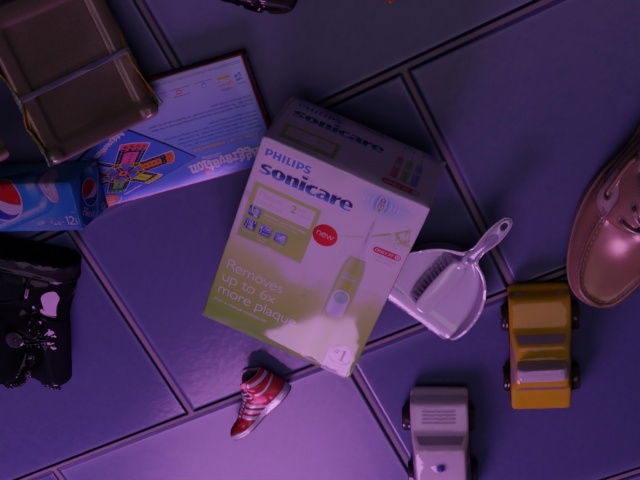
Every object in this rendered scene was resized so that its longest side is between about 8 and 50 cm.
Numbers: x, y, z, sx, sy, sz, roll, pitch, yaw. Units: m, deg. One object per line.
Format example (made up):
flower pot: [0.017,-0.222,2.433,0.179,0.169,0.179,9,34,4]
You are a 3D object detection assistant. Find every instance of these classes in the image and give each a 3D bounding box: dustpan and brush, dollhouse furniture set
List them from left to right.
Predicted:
dollhouse furniture set: [-0.377,-0.178,1.292,0.301,0.151,0.198,-29,104,-21]
dustpan and brush: [0.172,0.035,1.364,0.147,0.060,0.211,35,115,-10]

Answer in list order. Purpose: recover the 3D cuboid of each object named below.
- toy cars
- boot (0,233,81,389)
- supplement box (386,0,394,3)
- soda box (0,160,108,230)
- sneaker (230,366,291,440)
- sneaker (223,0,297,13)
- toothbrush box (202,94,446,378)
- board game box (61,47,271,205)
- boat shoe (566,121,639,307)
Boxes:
toy cars: [0.226,0.225,1.435,0.176,0.087,0.394,35,115,-9]
boot: [-0.451,0.095,1.458,0.246,0.094,0.207,12,113,-5]
supplement box: [0.137,-0.367,1.163,0.233,0.080,0.078,-40,107,21]
soda box: [-0.383,-0.056,1.368,0.210,0.071,0.067,-1,116,21]
sneaker: [-0.103,0.225,1.504,0.067,0.042,0.118,39,107,-16]
sneaker: [-0.148,-0.334,1.224,0.267,0.101,0.106,13,95,2]
toothbrush box: [0.000,0.000,1.307,0.206,0.122,0.283,24,124,1]
board game box: [-0.203,-0.134,1.351,0.281,0.027,0.145,-14,112,14]
boat shoe: [0.389,-0.052,1.264,0.121,0.110,0.341,19,117,-2]
